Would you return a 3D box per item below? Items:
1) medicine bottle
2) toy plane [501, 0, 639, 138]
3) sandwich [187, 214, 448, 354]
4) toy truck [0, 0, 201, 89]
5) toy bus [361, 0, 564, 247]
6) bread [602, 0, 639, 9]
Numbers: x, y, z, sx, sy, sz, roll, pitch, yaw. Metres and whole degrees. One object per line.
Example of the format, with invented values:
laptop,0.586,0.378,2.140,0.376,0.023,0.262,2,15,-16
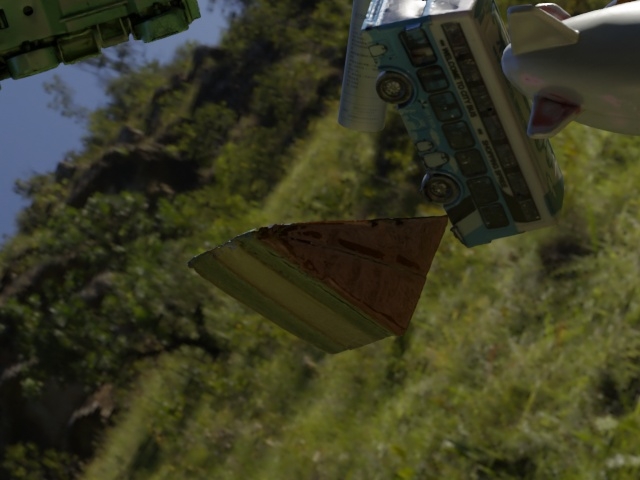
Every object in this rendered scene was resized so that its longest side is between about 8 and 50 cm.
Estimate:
medicine bottle,0.063,-0.246,1.414,0.059,0.059,0.231,-17,-59,-49
toy plane,0.256,-0.131,0.864,0.252,0.252,0.118,-54,-26,-19
sandwich,0.000,0.000,1.078,0.187,0.117,0.144,35,-126,-26
toy truck,-0.251,-0.222,1.130,0.259,0.135,0.128,-18,-81,-3
toy bus,0.153,-0.134,1.266,0.297,0.131,0.106,61,-149,-34
bread,0.412,-0.263,1.434,0.200,0.077,0.116,-22,-23,-22
